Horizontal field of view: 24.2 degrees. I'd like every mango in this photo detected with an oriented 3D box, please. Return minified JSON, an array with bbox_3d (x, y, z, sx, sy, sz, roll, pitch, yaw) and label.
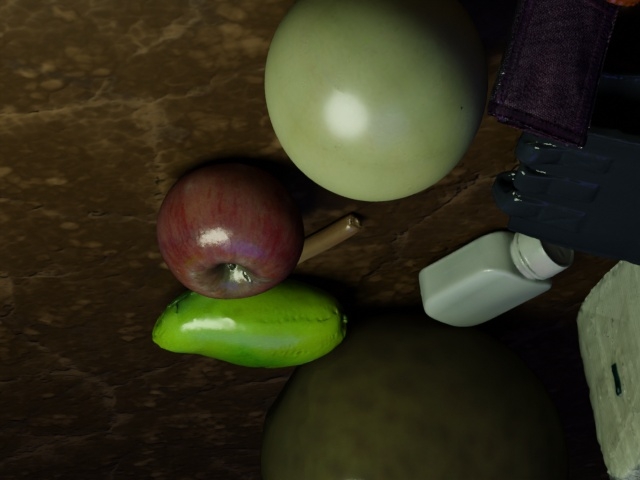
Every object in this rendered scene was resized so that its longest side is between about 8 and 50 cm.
[{"bbox_3d":[-0.085,0.098,1.775,0.233,0.111,0.125,-4,147,-9],"label":"mango"}]

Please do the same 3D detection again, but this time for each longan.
[{"bbox_3d":[0.119,0.263,1.866,0.404,0.404,0.336,10,128,-30],"label":"longan"}]

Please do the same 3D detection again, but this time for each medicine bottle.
[{"bbox_3d":[0.211,0.038,1.768,0.119,0.069,0.183,17,146,-38],"label":"medicine bottle"}]

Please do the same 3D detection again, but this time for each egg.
[{"bbox_3d":[0.047,-0.128,1.273,0.188,0.188,0.254,-6,163,-1],"label":"egg"}]

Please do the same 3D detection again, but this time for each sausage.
[{"bbox_3d":[0.000,0.000,1.694,0.116,0.026,0.026,-29,146,36],"label":"sausage"}]

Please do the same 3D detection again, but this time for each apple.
[{"bbox_3d":[-0.094,-0.014,1.544,0.153,0.120,0.153,-1,149,-1],"label":"apple"}]

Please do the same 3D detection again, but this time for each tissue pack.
[{"bbox_3d":[0.569,0.161,1.873,0.416,0.264,0.253,3,151,-18],"label":"tissue pack"}]

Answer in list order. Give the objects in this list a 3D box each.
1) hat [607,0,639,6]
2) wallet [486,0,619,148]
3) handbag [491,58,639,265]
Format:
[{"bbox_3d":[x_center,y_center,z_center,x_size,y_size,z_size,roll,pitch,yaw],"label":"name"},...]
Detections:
[{"bbox_3d":[0.263,-0.268,1.182,0.112,0.093,0.162,3,135,-39],"label":"hat"},{"bbox_3d":[0.204,-0.170,1.268,0.111,0.166,0.030,15,178,-39],"label":"wallet"},{"bbox_3d":[0.341,-0.070,1.455,0.329,0.122,0.303,11,162,5],"label":"handbag"}]
